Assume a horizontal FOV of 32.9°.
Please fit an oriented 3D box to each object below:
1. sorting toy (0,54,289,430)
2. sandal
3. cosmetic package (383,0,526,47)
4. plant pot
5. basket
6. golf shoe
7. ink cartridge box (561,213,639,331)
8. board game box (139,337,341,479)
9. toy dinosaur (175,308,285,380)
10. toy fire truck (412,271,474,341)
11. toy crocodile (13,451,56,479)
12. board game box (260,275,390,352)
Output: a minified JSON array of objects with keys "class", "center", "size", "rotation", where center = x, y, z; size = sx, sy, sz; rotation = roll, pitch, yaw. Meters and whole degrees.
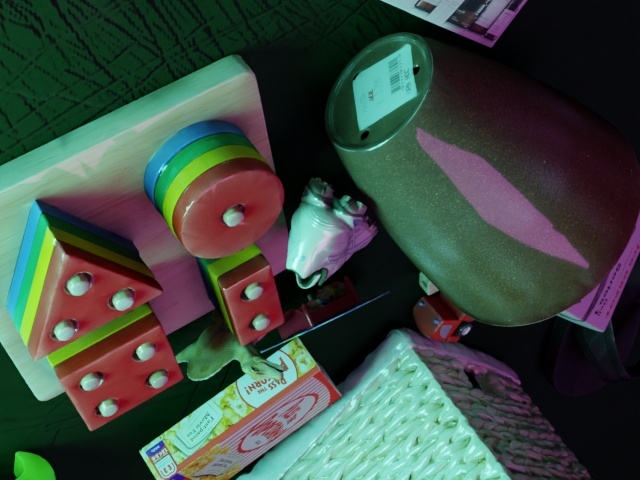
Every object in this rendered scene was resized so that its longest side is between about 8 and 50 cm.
[{"class":"sorting toy","center":[-0.135,0.021,0.855],"size":[0.257,0.089,0.255],"rotation":[-29,145,-14]},{"class":"sandal","center":[0.402,0.099,1.437],"size":[0.167,0.107,0.445],"rotation":[-25,145,-19]},{"class":"cosmetic package","center":[0.075,-0.220,0.789],"size":[0.239,0.060,0.099],"rotation":[8,125,-48]},{"class":"plant pot","center":[0.118,-0.070,0.908],"size":[0.215,0.215,0.230],"rotation":[-46,131,12]},{"class":"basket","center":[0.126,0.325,1.311],"size":[0.331,0.266,0.328],"rotation":[-46,147,14]},{"class":"golf shoe","center":[0.000,0.000,0.932],"size":[0.086,0.069,0.176],"rotation":[-62,168,-1]},{"class":"ink cartridge box","center":[0.265,-0.003,1.140],"size":[0.219,0.092,0.160],"rotation":[23,91,-59]},{"class":"board game box","center":[-0.077,0.188,1.127],"size":[0.193,0.045,0.147],"rotation":[-36,159,-2]},{"class":"toy dinosaur","center":[-0.096,0.094,0.994],"size":[0.053,0.183,0.092],"rotation":[52,54,-25]},{"class":"toy fire truck","center":[0.151,0.032,1.175],"size":[0.135,0.047,0.192],"rotation":[7,126,-48]},{"class":"toy crocodile","center":[-0.389,0.282,0.935],"size":[0.340,0.105,0.115],"rotation":[-20,143,-17]},{"class":"board game box","center":[-0.004,0.066,1.052],"size":[0.133,0.033,0.168],"rotation":[-25,177,-4]}]
